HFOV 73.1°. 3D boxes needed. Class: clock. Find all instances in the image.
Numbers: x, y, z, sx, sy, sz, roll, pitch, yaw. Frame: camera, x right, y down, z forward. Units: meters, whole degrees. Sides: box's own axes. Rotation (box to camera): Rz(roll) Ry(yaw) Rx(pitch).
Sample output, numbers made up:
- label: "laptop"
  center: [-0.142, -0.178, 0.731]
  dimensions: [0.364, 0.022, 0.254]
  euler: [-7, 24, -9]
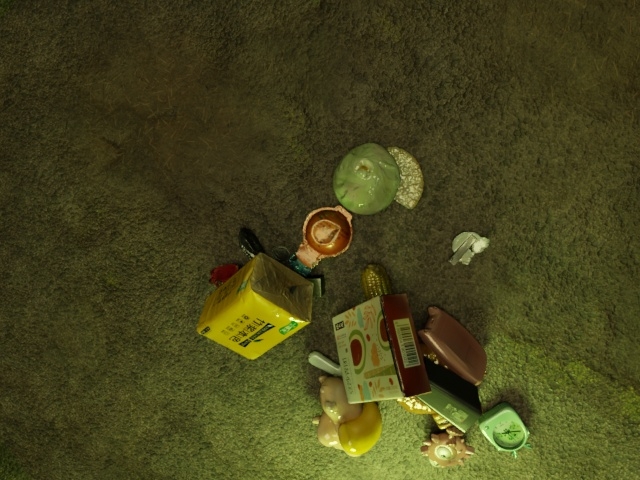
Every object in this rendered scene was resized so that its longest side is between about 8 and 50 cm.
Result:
- label: "clock"
  center: [0.760, 0.782, 1.759]
  dimensions: [0.159, 0.066, 0.211]
  euler: [-37, 90, 11]
- label: "clock"
  center: [-0.172, 0.058, 1.866]
  dimensions: [0.083, 0.010, 0.074]
  euler: [13, 98, 8]

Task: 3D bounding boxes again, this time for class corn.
- label: "corn"
  center: [0.251, 0.266, 1.765]
  dimensions: [0.120, 0.120, 0.363]
  euler: [-13, 95, 11]

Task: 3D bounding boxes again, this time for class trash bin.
- label: "trash bin"
  center: [0.451, 0.550, 1.570]
  dimensions: [0.225, 0.165, 0.115]
  euler: [34, 112, 1]

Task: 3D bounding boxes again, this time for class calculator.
- label: "calculator"
  center: [0.534, 0.411, 1.690]
  dimensions: [0.330, 0.220, 0.048]
  euler: [43, 132, -2]

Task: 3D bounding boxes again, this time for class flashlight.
- label: "flashlight"
  center: [0.040, 0.543, 1.865]
  dimensions: [0.200, 0.047, 0.093]
  euler: [28, 107, 8]

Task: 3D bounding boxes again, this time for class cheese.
- label: "cheese"
  center: [0.000, 0.000, 1.772]
  dimensions: [0.217, 0.129, 0.329]
  euler: [39, 102, 4]

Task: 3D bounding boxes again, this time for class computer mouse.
- label: "computer mouse"
  center: [-0.297, 0.033, 1.838]
  dimensions: [0.062, 0.106, 0.192]
  euler: [-30, 90, 17]

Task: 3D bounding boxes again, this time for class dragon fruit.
- label: "dragon fruit"
  center: [-0.372, 0.173, 1.857]
  dimensions: [0.208, 0.133, 0.150]
  euler: [26, 140, -21]

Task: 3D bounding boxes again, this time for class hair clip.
- label: "hair clip"
  center: [0.579, 0.029, 1.720]
  dimensions: [0.116, 0.049, 0.172]
  euler: [41, 98, -1]

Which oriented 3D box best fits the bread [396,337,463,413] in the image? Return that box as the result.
- label: "bread"
  center: [0.411, 0.536, 1.743]
  dimensions: [0.312, 0.172, 0.312]
  euler: [1, 99, 5]

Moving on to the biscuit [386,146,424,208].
- label: "biscuit"
  center: [0.315, -0.249, 1.738]
  dimensions: [0.188, 0.040, 0.265]
  euler: [-16, 92, 11]

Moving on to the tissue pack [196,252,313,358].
- label: "tissue pack"
  center: [-0.253, 0.269, 1.700]
  dimensions: [0.293, 0.228, 0.382]
  euler: [35, 125, -24]

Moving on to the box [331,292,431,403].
- label: "box"
  center: [0.207, 0.412, 1.609]
  dimensions: [0.122, 0.385, 0.344]
  euler: [-1, 69, -27]

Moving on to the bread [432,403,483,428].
- label: "bread"
  center: [0.550, 0.683, 1.757]
  dimensions: [0.200, 0.116, 0.077]
  euler: [-24, 98, 11]

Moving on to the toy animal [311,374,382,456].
- label: "toy animal"
  center: [0.074, 0.753, 1.769]
  dimensions: [0.345, 0.277, 0.247]
  euler: [42, 119, -16]

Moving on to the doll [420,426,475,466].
- label: "doll"
  center: [0.521, 0.855, 1.775]
  dimensions: [0.211, 0.093, 0.262]
  euler: [11, 124, 0]

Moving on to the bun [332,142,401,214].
- label: "bun"
  center: [0.161, -0.239, 1.668]
  dimensions: [0.283, 0.179, 0.283]
  euler: [-1, 89, 29]

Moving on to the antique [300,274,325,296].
- label: "antique"
  center: [-0.096, 0.192, 1.834]
  dimensions: [0.221, 0.081, 0.080]
  euler: [-3, 95, 11]
